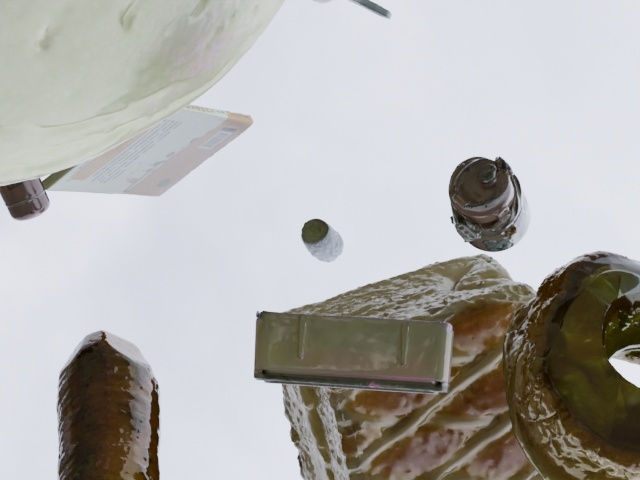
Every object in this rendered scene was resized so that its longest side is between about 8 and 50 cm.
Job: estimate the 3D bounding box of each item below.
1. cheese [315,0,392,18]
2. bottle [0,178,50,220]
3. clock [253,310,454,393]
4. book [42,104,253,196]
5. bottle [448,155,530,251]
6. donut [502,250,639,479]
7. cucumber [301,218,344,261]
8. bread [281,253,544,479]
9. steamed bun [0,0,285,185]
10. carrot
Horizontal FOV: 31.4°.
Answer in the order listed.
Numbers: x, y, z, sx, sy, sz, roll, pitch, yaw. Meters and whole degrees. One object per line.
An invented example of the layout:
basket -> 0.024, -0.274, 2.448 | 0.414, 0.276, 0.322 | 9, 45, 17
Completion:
cheese -> -0.003, -0.414, 1.801 | 0.071, 0.249, 0.163 | -63, 174, 8
bottle -> -0.381, -0.094, 1.397 | 0.053, 0.140, 0.053 | -17, -159, 7
clock -> 0.035, 0.112, 1.146 | 0.192, 0.147, 0.071 | 3, -96, 4
book -> -0.240, -0.129, 1.647 | 0.208, 0.295, 0.020 | -34, -102, 20
bottle -> 0.191, -0.045, 1.325 | 0.099, 0.152, 0.099 | -4, -104, 15
donut -> 0.365, 0.142, 1.281 | 0.160, 0.330, 0.330 | 100, -15, -47
cucumber -> 0.001, 0.000, 1.991 | 0.064, 0.112, 0.064 | -4, -105, 16
bread -> 0.160, 0.247, 1.628 | 0.390, 0.371, 0.279 | -15, -168, -12
steamed bun -> -0.228, -0.222, 0.796 | 0.371, 0.290, 0.456 | 33, -127, 29
carrot -> -0.218, 0.209, 1.169 | 0.114, 0.114, 0.302 | -43, -151, 16
